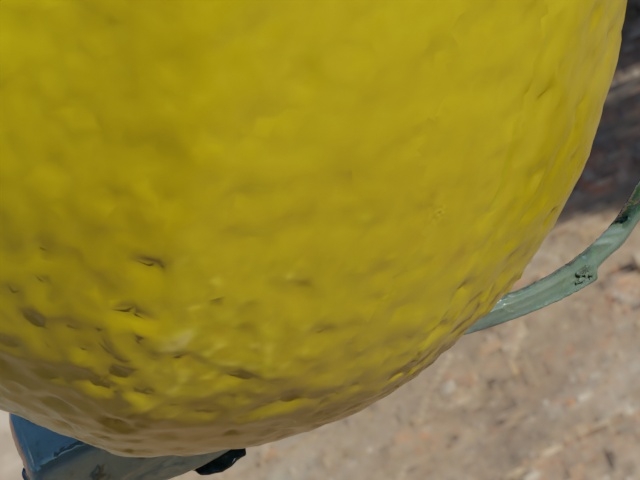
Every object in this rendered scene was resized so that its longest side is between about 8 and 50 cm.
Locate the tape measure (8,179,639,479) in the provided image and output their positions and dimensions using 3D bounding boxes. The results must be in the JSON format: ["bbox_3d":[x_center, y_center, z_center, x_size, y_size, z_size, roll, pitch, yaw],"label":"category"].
[{"bbox_3d":[0.000,0.000,0.742,0.330,0.164,0.084,-29,-35,-10],"label":"tape measure"}]

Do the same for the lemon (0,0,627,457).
[{"bbox_3d":[-0.037,-0.084,0.444,0.245,0.320,0.245,8,37,-6],"label":"lemon"}]
